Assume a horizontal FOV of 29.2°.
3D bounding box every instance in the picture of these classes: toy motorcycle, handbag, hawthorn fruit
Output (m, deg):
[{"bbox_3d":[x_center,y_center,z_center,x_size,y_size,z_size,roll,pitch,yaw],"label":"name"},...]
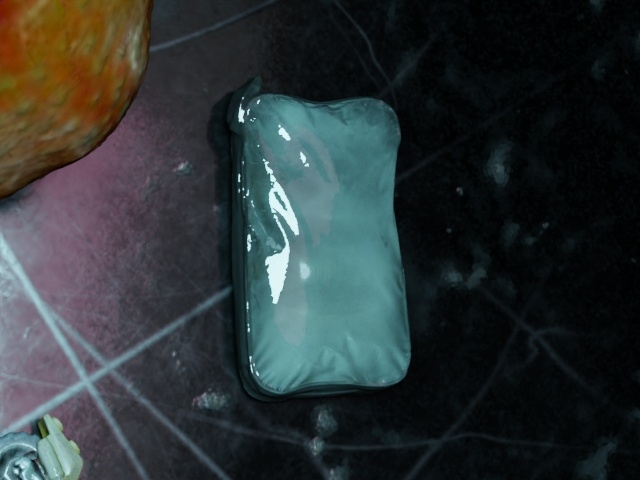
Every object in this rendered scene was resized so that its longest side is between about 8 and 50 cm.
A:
[{"bbox_3d":[-0.206,0.259,1.123,0.130,0.094,0.229,-35,86,-30],"label":"toy motorcycle"},{"bbox_3d":[0.000,-0.003,1.269,0.191,0.075,0.332,-1,86,-23],"label":"handbag"},{"bbox_3d":[-0.319,-0.208,0.942,0.403,0.403,0.403,4,81,-26],"label":"hawthorn fruit"}]
